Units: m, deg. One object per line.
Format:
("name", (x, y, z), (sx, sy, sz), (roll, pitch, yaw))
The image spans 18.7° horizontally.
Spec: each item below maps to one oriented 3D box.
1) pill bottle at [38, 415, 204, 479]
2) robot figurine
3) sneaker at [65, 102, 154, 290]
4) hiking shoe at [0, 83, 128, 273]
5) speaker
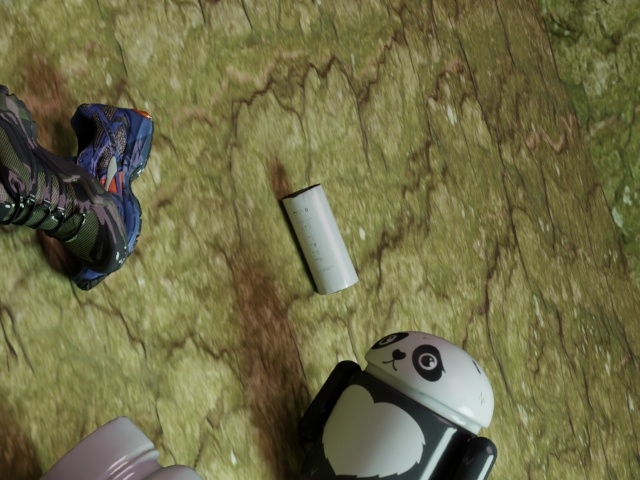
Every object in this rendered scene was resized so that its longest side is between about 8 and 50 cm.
("pill bottle", (-0.132, 0.306, 1.756), (0.283, 0.160, 0.160), (46, 23, 10))
("robot figurine", (0.084, 0.240, 2.248), (0.209, 0.278, 0.173), (30, -3, -2))
("sneaker", (-0.236, -0.048, 2.010), (0.087, 0.083, 0.221), (21, 54, -26))
("hiking shoe", (-0.286, -0.039, 1.880), (0.227, 0.086, 0.114), (47, 46, -10))
("speaker", (0.000, 0.000, 2.466), (0.136, 0.055, 0.055), (68, 25, -5))
